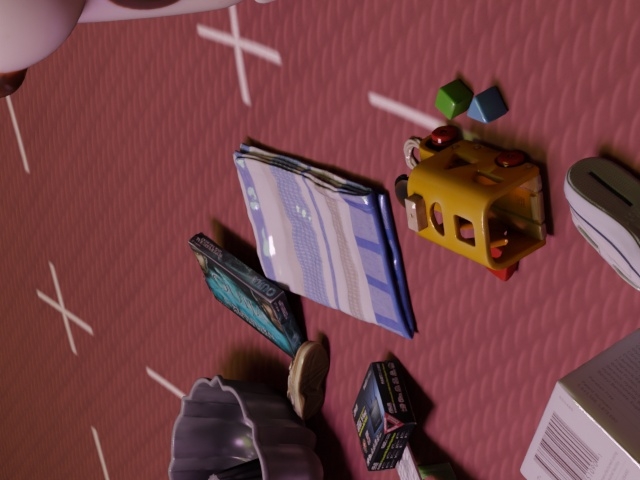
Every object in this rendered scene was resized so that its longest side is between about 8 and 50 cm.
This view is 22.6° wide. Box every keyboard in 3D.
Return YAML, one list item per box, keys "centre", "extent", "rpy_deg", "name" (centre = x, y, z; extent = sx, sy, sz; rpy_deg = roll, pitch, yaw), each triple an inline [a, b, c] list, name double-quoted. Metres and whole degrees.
- centre: [0.120, 0.317, 1.963]
  extent: [0.256, 0.014, 0.072]
  rpy_deg: [-111, 13, -48]
  name: "keyboard"

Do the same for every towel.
- centre: [0.000, 0.000, 1.971]
  extent: [0.285, 0.034, 0.209]
  rpy_deg: [21, 132, 49]
  name: "towel"

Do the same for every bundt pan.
- centre: [-0.095, 0.350, 2.252]
  extent: [0.331, 0.124, 0.331]
  rpy_deg: [1, 92, 62]
  name: "bundt pan"

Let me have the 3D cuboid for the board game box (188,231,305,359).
- centre: [-0.098, 0.074, 2.166]
  extent: [0.186, 0.026, 0.126]
  rpy_deg: [33, 156, 40]
  name: "board game box"

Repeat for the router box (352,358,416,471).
- centre: [0.078, 0.219, 1.996]
  extent: [0.122, 0.038, 0.092]
  rpy_deg: [108, 154, -52]
  name: "router box"

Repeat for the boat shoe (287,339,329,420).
- centre: [-0.023, 0.181, 2.143]
  extent: [0.048, 0.056, 0.153]
  rpy_deg: [41, 153, 28]
  name: "boat shoe"

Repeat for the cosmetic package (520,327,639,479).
- centre: [0.312, 0.182, 1.479]
  extent: [0.151, 0.183, 0.151]
  rpy_deg: [46, 147, 27]
  name: "cosmetic package"

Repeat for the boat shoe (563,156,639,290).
- centre: [0.309, 0.010, 1.462]
  extent: [0.226, 0.083, 0.076]
  rpy_deg: [52, 163, 39]
  name: "boat shoe"

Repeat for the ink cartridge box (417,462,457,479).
- centre: [0.160, 0.389, 2.022]
  extent: [0.109, 0.062, 0.209]
  rpy_deg: [-22, 96, 61]
  name: "ink cartridge box"

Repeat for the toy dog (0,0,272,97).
- centre: [-0.258, -0.312, 1.726]
  extent: [0.395, 0.408, 0.284]
  rpy_deg: [49, 149, 22]
  name: "toy dog"

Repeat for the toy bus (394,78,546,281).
- centre: [0.136, -0.044, 1.645]
  extent: [0.191, 0.104, 0.202]
  rpy_deg: [56, 150, 11]
  name: "toy bus"
